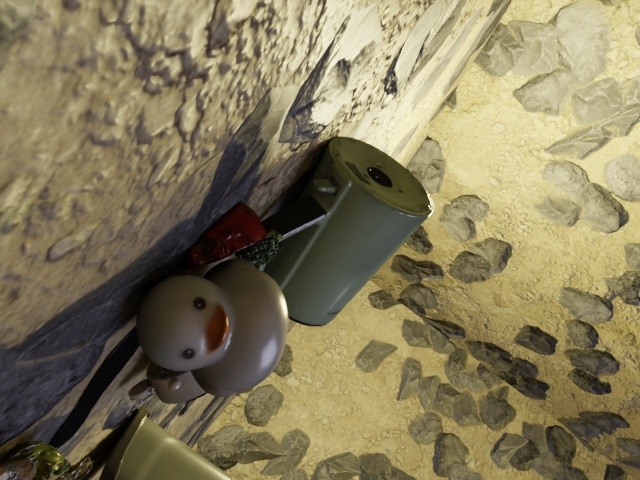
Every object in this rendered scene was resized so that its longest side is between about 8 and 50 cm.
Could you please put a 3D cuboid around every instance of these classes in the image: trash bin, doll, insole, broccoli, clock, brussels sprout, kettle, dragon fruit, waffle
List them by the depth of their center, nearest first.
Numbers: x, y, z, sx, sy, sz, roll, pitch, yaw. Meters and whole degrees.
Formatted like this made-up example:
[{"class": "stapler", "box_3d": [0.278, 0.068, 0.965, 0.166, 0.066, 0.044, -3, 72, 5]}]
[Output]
[{"class": "waffle", "box_3d": [-0.357, 0.334, 0.598, 0.153, 0.023, 0.097, -35, -176, -10]}, {"class": "brussels sprout", "box_3d": [-0.379, 0.290, 0.631, 0.085, 0.058, 0.085, -34, 162, -13]}, {"class": "doll", "box_3d": [-0.173, 0.124, 0.727, 0.221, 0.221, 0.251, -50, -156, -23]}, {"class": "dragon fruit", "box_3d": [-0.141, 0.008, 0.742, 0.097, 0.063, 0.131, -58, 171, 30]}, {"class": "insole", "box_3d": [-0.338, 0.222, 0.750, 0.253, 0.005, 0.086, -54, 171, 4]}, {"class": "broccoli", "box_3d": [-0.106, 0.003, 0.842, 0.092, 0.095, 0.097, -36, 158, -22]}, {"class": "clock", "box_3d": [-0.232, 0.230, 0.892, 0.229, 0.063, 0.156, -31, -160, -24]}, {"class": "kettle", "box_3d": [0.000, 0.000, 1.040, 0.361, 0.250, 0.376, -9, 142, -49]}, {"class": "trash bin", "box_3d": [-0.346, 0.535, 1.047, 0.219, 0.250, 0.219, -58, -178, 39]}]

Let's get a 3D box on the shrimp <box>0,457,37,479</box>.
[{"class": "shrimp", "box_3d": [-0.394, 0.314, 0.546, 0.187, 0.051, 0.132, -43, 153, 4]}]
